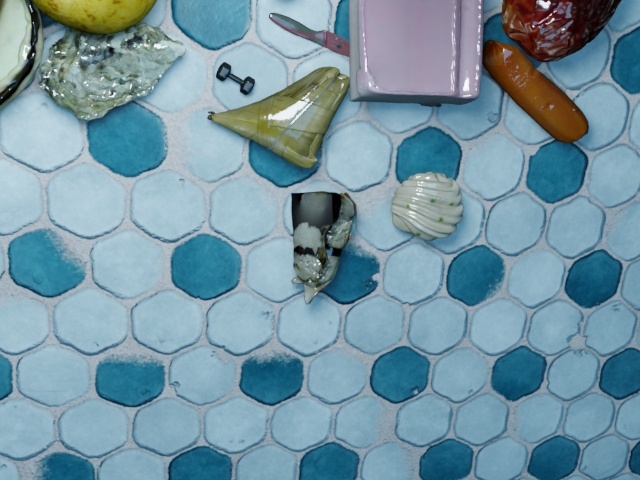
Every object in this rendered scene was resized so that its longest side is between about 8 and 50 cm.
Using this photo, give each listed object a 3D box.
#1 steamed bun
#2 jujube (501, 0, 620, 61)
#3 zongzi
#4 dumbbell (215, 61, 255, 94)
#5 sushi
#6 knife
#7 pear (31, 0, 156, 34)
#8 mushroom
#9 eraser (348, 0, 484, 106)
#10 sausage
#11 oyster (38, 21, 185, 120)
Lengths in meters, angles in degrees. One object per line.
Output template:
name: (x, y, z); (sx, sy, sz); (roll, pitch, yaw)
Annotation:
steamed bun: (0.261, -0.079, 1.764); (0.183, 0.106, 0.182); (-6, 113, -13)
jujube: (0.552, -0.546, 1.616); (0.342, 0.216, 0.216); (-39, 115, -6)
zongzi: (-0.087, -0.304, 1.597); (0.256, 0.115, 0.228); (25, 99, -11)
dumbbell: (-0.183, -0.347, 1.585); (0.083, 0.036, 0.040); (28, 102, -22)
sushi: (0.012, 0.013, 1.736); (0.109, 0.134, 0.272); (-10, 105, -44)
knife: (0.001, -0.443, 1.608); (0.248, 0.018, 0.035); (18, 102, -22)
pear: (-0.411, -0.512, 1.334); (0.281, 0.280, 0.280); (-5, 112, -12)
mushroom: (-0.668, -0.362, 1.417); (0.247, 0.130, 0.344); (39, 95, 0)
eraser: (0.197, -0.468, 1.532); (0.273, 0.122, 0.358); (1, 91, -13)
sausage: (0.500, -0.342, 1.726); (0.349, 0.097, 0.094); (35, 92, -22)
oyster: (-0.423, -0.359, 1.481); (0.268, 0.112, 0.198); (-43, 114, 1)
